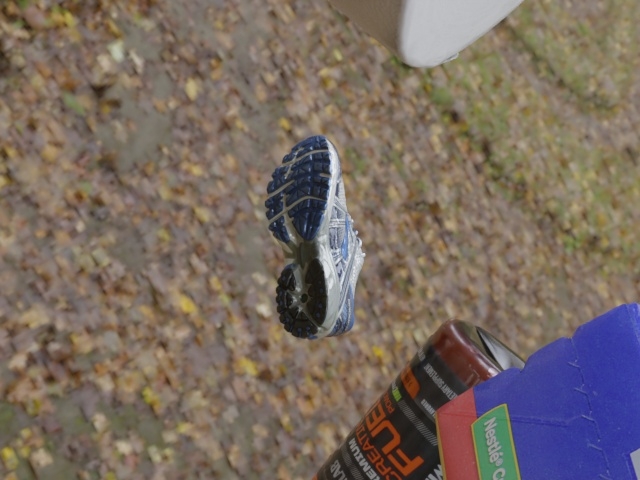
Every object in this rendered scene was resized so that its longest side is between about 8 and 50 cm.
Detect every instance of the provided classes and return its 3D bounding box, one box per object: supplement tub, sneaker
[{"bbox_3d":[0.058,0.152,0.725,0.106,0.198,0.106,37,10,-8],"label":"supplement tub"},{"bbox_3d":[0.000,0.000,0.762,0.058,0.052,0.135,20,67,-53],"label":"sneaker"}]

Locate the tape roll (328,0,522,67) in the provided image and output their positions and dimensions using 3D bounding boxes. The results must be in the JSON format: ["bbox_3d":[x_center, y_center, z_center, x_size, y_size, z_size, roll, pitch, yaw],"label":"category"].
[{"bbox_3d":[0.137,-0.251,0.542,0.072,0.392,0.392,41,25,9],"label":"tape roll"}]

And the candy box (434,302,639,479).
[{"bbox_3d":[0.196,0.222,0.490,0.317,0.122,0.268,43,26,-27],"label":"candy box"}]
